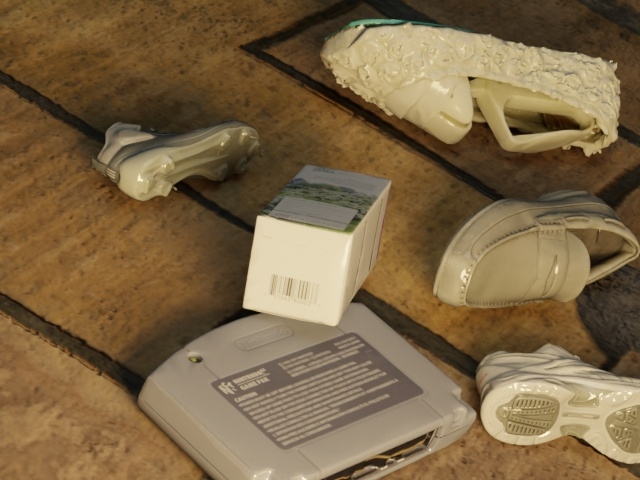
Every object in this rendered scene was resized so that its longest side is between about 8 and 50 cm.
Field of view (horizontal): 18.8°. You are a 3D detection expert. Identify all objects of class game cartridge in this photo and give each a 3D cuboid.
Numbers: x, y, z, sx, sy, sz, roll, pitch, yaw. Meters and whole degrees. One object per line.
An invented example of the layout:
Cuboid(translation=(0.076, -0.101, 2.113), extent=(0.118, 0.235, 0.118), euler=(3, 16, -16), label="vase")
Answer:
Cuboid(translation=(-0.016, 0.144, 1.753), extent=(0.294, 0.060, 0.196), euler=(-16, 51, -47), label="game cartridge")

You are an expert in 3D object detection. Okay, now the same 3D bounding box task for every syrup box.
Cuboid(translation=(0.000, 0.000, 1.881), extent=(0.093, 0.096, 0.237), euler=(12, 15, 8), label="syrup box")

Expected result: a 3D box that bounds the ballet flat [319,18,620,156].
Cuboid(translation=(0.198, -0.176, 2.322), extent=(0.409, 0.147, 0.147), euler=(4, 35, -26), label="ballet flat")

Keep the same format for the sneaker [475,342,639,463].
Cuboid(translation=(0.259, 0.146, 1.896), extent=(0.232, 0.090, 0.115), euler=(13, 29, -18), label="sneaker")

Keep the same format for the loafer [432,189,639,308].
Cuboid(translation=(0.235, 0.015, 2.057), extent=(0.111, 0.112, 0.319), euler=(30, 30, 28), label="loafer")

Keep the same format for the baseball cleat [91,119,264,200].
Cuboid(translation=(-0.154, -0.101, 2.025), extent=(0.109, 0.072, 0.206), euler=(31, 28, 27), label="baseball cleat")
